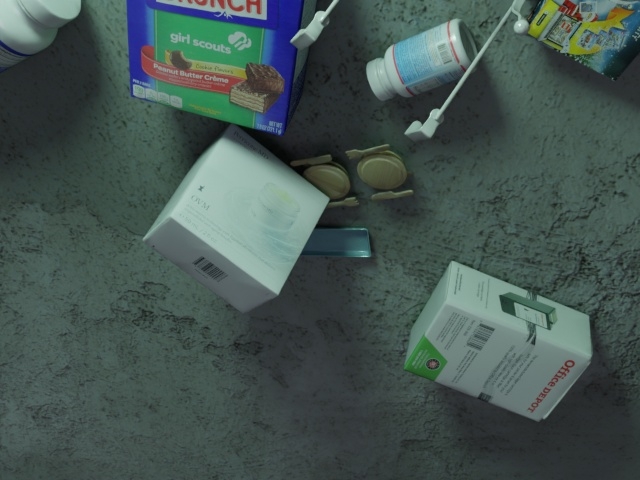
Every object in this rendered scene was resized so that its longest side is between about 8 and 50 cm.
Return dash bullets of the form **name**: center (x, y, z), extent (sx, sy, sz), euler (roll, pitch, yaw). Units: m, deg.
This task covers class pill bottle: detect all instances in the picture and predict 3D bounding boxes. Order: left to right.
- **pill bottle**: center (-0.528, -0.359, 1.433), extent (0.272, 0.152, 0.152), euler (-19, 121, 27)
- **pill bottle**: center (0.156, -0.274, 1.361), extent (0.160, 0.087, 0.087), euler (-17, 121, 27)

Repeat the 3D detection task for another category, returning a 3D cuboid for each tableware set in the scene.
- **tableware set**: center (0.060, -0.120, 1.540), extent (0.194, 0.039, 0.128), euler (-8, 137, 26)

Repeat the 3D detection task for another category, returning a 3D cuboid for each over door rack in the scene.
- **over door rack**: center (0.156, -0.327, 1.216), extent (0.240, 0.108, 0.324), euler (38, 91, -15)

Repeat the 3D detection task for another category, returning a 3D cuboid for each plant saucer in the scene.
- **plant saucer**: center (0.000, 0.000, 1.666), extent (0.192, 0.018, 0.067), euler (1, 128, 15)

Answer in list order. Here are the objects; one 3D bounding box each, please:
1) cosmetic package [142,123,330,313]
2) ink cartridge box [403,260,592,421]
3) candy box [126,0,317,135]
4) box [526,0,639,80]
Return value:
- **cosmetic package**: center (-0.141, -0.038, 1.522), extent (0.224, 0.224, 0.138), euler (37, 146, -16)
- **ink cartridge box**: center (0.333, 0.195, 1.664), extent (0.289, 0.121, 0.211), euler (22, 130, -3)
- **candy box**: center (-0.150, -0.338, 1.345), extent (0.268, 0.122, 0.317), euler (15, 138, 3)
- **box**: center (0.416, -0.352, 1.238), extent (0.159, 0.044, 0.233), euler (25, 138, -6)
